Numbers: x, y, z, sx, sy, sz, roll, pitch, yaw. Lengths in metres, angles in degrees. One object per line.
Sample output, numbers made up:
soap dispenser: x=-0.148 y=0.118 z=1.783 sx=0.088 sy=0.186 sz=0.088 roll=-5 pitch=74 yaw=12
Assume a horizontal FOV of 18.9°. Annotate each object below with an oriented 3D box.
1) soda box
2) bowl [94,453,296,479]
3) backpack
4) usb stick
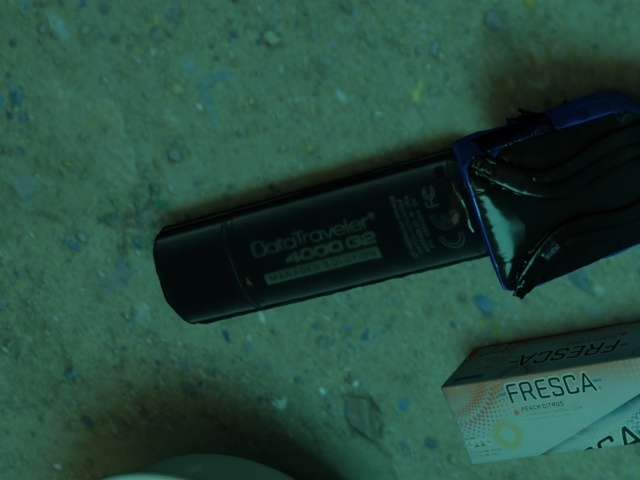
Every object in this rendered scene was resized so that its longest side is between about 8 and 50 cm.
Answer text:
soda box: x=0.173 y=0.096 z=1.241 sx=0.183 sy=0.058 sz=0.063 roll=-12 pitch=109 yaw=36
bowl: x=-0.056 y=0.268 z=1.423 sx=0.298 sy=0.134 sz=0.298 roll=14 pitch=122 yaw=23
backpack: x=0.148 y=-0.040 z=1.155 sx=0.120 sy=0.101 sz=0.098 roll=-20 pitch=112 yaw=3
usb stick: x=0.000 y=0.000 z=1.299 sx=0.278 sy=0.045 sz=0.077 roll=-14 pitch=101 yaw=36
